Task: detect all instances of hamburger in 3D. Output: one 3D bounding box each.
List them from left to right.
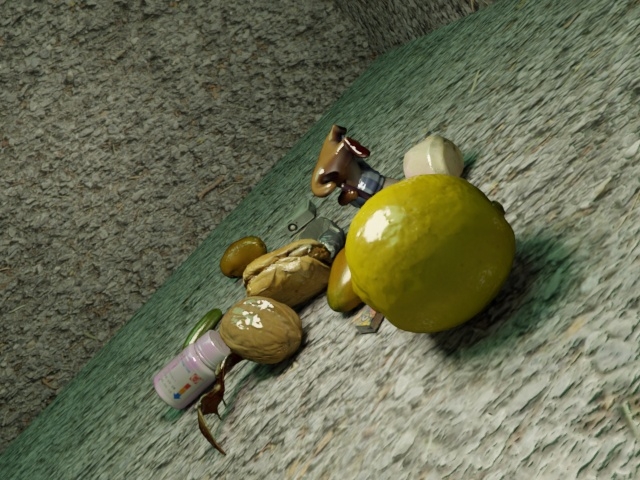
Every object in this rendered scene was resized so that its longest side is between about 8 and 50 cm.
[{"bbox_3d":[-0.094,0.104,1.824,0.283,0.259,0.144,-23,58,10],"label":"hamburger"}]

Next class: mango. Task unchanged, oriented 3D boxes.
[{"bbox_3d":[-0.335,0.068,2.542,0.249,0.151,0.156,-36,-14,33],"label":"mango"},{"bbox_3d":[0.093,0.098,1.638,0.152,0.120,0.221,-29,31,47],"label":"mango"}]

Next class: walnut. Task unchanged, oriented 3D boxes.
[{"bbox_3d":[-0.165,0.256,1.692,0.245,0.198,0.198,12,48,21],"label":"walnut"}]

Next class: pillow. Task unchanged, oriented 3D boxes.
[{"bbox_3d":[0.000,0.000,2.078,0.161,0.093,0.335,-50,19,2],"label":"pillow"}]

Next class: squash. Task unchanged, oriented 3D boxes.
[{"bbox_3d":[-0.479,0.368,2.336,0.066,0.066,0.252,-14,35,57],"label":"squash"}]

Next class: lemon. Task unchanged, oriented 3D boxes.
[{"bbox_3d":[0.221,0.023,1.214,0.348,0.348,0.348,-39,19,16],"label":"lemon"}]

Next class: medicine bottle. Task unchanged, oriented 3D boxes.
[{"bbox_3d":[-0.416,0.425,1.952,0.254,0.152,0.152,-44,18,5],"label":"medicine bottle"}]

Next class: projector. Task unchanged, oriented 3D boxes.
[{"bbox_3d":[-0.089,-0.095,2.516,0.147,0.061,0.115,-38,18,19],"label":"projector"}]

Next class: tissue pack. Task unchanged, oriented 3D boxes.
[{"bbox_3d":[0.130,0.193,1.486,0.063,0.035,0.083,-18,30,54],"label":"tissue pack"}]

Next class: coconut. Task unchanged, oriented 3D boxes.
[{"bbox_3d":[0.324,-0.223,1.755,0.183,0.171,0.170,-14,35,46],"label":"coconut"}]

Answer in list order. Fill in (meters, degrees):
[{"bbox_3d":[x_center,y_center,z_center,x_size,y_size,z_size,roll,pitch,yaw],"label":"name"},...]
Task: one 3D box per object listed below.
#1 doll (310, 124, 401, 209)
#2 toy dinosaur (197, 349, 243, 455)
[{"bbox_3d":[0.137,-0.182,1.802,0.209,0.340,0.317,-29,35,38],"label":"doll"},{"bbox_3d":[-0.254,0.428,1.680,0.327,0.113,0.206,-39,-39,-76],"label":"toy dinosaur"}]
